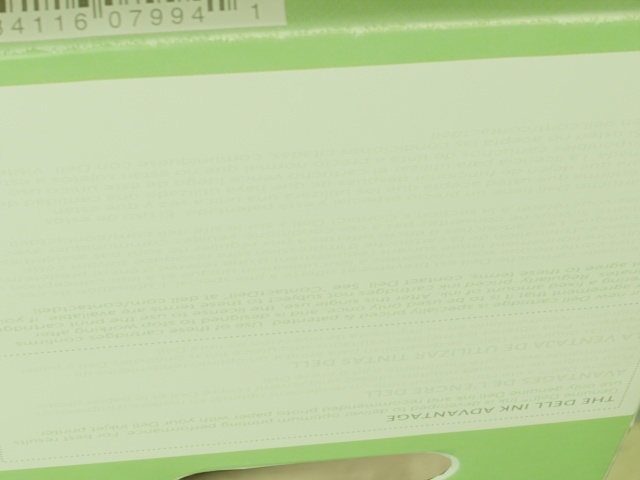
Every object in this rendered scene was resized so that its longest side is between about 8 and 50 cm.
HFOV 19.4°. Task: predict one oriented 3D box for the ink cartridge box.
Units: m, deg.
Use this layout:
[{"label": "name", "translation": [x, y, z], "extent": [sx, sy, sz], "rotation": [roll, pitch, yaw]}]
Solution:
[{"label": "ink cartridge box", "translation": [0.000, 0.000, 0.414], "extent": [0.171, 0.056, 0.235], "rotation": [-4, 154, -6]}]
